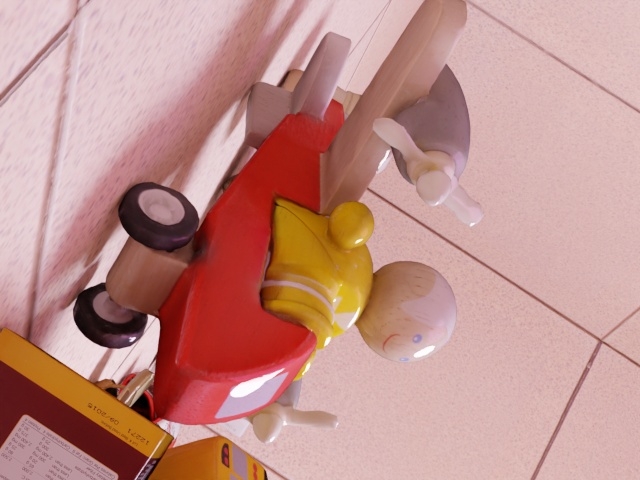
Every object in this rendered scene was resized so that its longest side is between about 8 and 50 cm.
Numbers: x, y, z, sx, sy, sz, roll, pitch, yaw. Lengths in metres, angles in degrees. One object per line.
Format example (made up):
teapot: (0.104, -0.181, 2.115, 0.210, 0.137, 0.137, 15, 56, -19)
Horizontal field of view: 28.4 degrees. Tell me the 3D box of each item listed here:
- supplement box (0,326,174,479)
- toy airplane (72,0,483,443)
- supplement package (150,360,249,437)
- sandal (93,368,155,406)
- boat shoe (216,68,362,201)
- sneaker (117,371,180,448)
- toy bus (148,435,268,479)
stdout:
supplement box: (-0.212, 0.184, 0.892, 0.194, 0.129, 0.191, -56, 179, -11)
toy airplane: (0.000, 0.000, 1.088, 0.384, 0.272, 0.386, -57, 178, -7)
supplement package: (-0.105, 0.116, 1.901, 0.293, 0.177, 0.175, -59, 177, 38)
sandal: (-0.248, 0.186, 1.436, 0.180, 0.049, 0.072, -36, -170, 50)
boat shoe: (-0.062, -0.039, 1.441, 0.341, 0.110, 0.121, -61, -172, 24)
sneaker: (-0.237, 0.231, 1.753, 0.270, 0.090, 0.145, -81, -175, -65)
toy bus: (-0.202, 0.271, 1.066, 0.333, 0.130, 0.108, -19, -127, 18)
